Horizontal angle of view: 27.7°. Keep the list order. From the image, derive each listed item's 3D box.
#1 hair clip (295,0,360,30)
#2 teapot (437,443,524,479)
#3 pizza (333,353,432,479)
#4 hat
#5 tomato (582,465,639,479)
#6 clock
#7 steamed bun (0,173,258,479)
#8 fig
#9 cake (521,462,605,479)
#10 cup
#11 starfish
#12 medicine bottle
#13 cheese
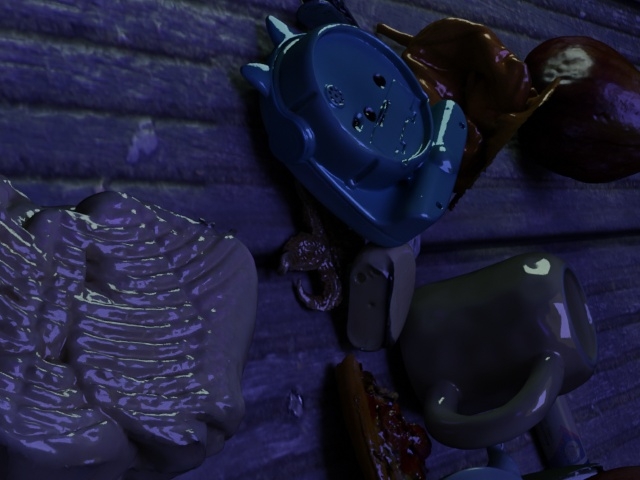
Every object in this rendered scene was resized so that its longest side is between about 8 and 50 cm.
[{"bbox_3d":[0.060,-0.207,1.590,0.275,0.048,0.083,50,24,-32],"label":"hair clip"},{"bbox_3d":[0.165,0.330,1.450,0.159,0.159,0.232,35,79,-47],"label":"teapot"},{"bbox_3d":[0.083,0.222,1.441,0.193,0.053,0.201,28,38,-66],"label":"pizza"},{"bbox_3d":[0.156,-0.199,1.697,0.233,0.244,0.233,41,-9,2],"label":"hat"},{"bbox_3d":[0.367,0.387,1.463,0.265,0.265,0.264,29,54,-51],"label":"tomato"},{"bbox_3d":[0.036,-0.139,1.446,0.274,0.094,0.223,39,41,-19],"label":"clock"},{"bbox_3d":[-0.202,0.090,0.924,0.320,0.206,0.275,14,47,-32],"label":"steamed bun"},{"bbox_3d":[0.417,-0.199,2.028,0.263,0.224,0.224,44,32,8],"label":"fig"},{"bbox_3d":[0.219,0.395,1.626,0.284,0.172,0.158,-14,84,-26],"label":"cake"},{"bbox_3d":[0.203,0.122,1.527,0.255,0.202,0.173,-31,103,-67],"label":"cup"},{"bbox_3d":[0.008,-0.003,1.442,0.210,0.053,0.150,-28,98,-56],"label":"starfish"},{"bbox_3d":[0.338,0.273,1.856,0.059,0.059,0.230,-41,112,-56],"label":"medicine bottle"},{"bbox_3d":[0.088,0.037,1.542,0.251,0.054,0.127,-47,143,-66],"label":"cheese"}]
